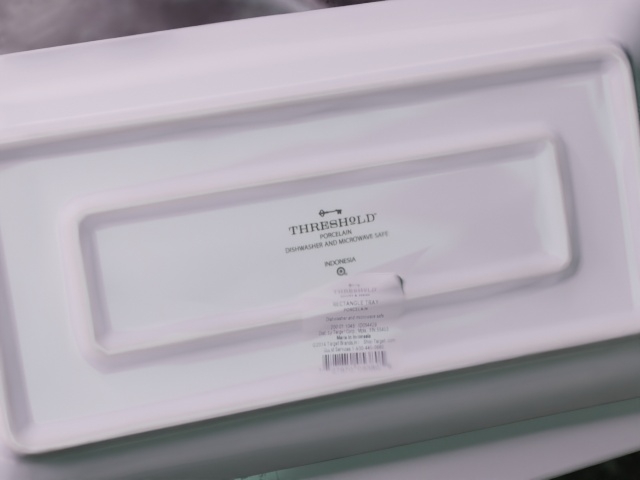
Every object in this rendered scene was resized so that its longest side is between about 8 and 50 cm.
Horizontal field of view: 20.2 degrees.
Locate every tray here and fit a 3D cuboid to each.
[{"bbox_3d":[0.000,0.000,0.566,0.270,0.030,0.145,-10,95,-16],"label":"tray"}]

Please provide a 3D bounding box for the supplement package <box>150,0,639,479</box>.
[{"bbox_3d":[-0.006,0.009,0.672,0.293,0.175,0.177,-14,95,-15],"label":"supplement package"}]
